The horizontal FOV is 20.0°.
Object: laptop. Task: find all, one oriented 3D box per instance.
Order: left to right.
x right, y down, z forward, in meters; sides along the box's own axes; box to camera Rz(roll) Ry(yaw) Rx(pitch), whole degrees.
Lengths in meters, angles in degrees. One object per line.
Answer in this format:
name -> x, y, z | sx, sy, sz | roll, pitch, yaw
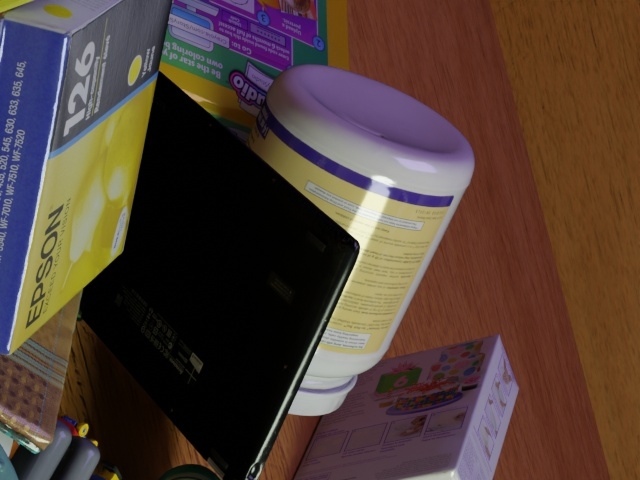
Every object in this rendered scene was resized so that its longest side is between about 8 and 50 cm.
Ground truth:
laptop -> -0.066, 0.106, 1.806 | 0.236, 0.408, 0.382 | 10, 22, -40

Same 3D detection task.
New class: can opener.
can opener -> -0.270, 0.287, 1.557 | 0.074, 0.093, 0.280 | 42, 64, -37

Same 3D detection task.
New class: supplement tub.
supplement tub -> 0.000, 0.000, 1.999 | 0.331, 0.241, 0.241 | -65, 168, 21

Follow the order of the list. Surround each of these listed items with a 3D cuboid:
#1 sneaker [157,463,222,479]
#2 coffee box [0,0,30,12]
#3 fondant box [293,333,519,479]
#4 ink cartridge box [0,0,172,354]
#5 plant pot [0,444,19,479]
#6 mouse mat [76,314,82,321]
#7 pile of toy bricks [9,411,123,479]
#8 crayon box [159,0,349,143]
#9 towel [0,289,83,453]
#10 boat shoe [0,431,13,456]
sneaker -> -0.143, 0.361, 1.877 | 0.178, 0.123, 0.296 | -88, -176, -80
coffee box -> -0.352, -0.346, 1.460 | 0.338, 0.334, 0.338 | -71, 142, -68
fondant box -> 0.112, 0.264, 2.365 | 0.096, 0.238, 0.330 | 66, 25, -22
ink cartridge box -> -0.224, -0.066, 1.499 | 0.307, 0.072, 0.304 | -55, 163, -60
plant pot -> -0.352, 0.228, 1.302 | 0.293, 0.235, 0.293 | 44, 39, -51
mouse mat -> -0.295, -0.011, 1.874 | 0.189, 0.007, 0.153 | 36, 46, -57
pile of toy bricks -> -0.259, 0.241, 1.718 | 0.105, 0.118, 0.212 | -55, 151, -26
crayon box -> -0.131, -0.253, 2.116 | 0.363, 0.106, 0.313 | 20, 57, -36
towel -> -0.321, -0.011, 1.623 | 0.271, 0.040, 0.370 | 36, 35, -26
boat shoe -> -0.336, 0.111, 1.611 | 0.094, 0.109, 0.302 | 32, 37, -39
